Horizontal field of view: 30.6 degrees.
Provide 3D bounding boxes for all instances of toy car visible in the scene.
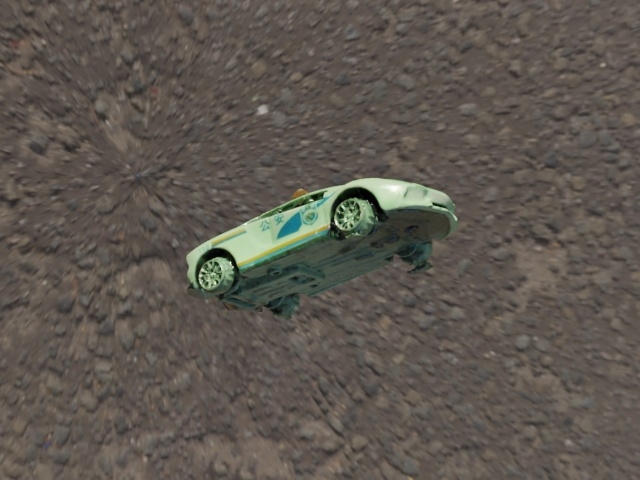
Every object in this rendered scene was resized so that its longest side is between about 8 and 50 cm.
[{"bbox_3d":[0.000,0.000,0.743,0.186,0.093,0.058,-23,62,28],"label":"toy car"}]
